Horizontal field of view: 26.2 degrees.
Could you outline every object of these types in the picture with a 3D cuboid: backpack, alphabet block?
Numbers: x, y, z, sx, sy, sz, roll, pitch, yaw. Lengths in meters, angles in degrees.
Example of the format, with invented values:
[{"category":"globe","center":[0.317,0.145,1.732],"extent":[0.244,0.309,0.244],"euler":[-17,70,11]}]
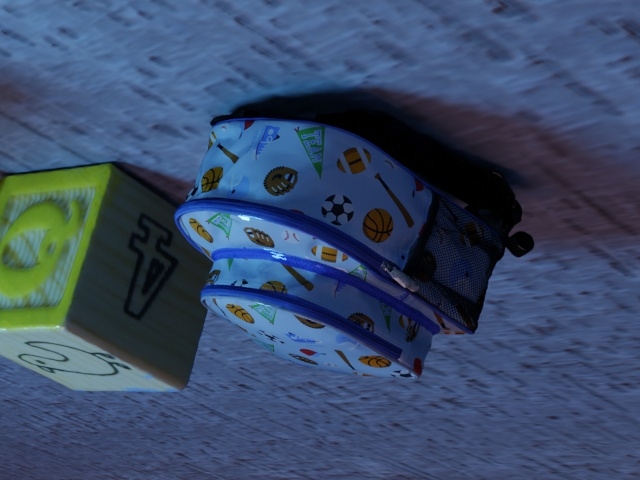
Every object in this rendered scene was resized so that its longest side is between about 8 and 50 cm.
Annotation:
[{"category":"backpack","center":[0.000,0.000,1.251],"extent":[0.277,0.213,0.263],"euler":[-6,142,47]},{"category":"alphabet block","center":[-0.252,0.046,1.515],"extent":[0.192,0.193,0.197],"euler":[-6,152,37]}]
